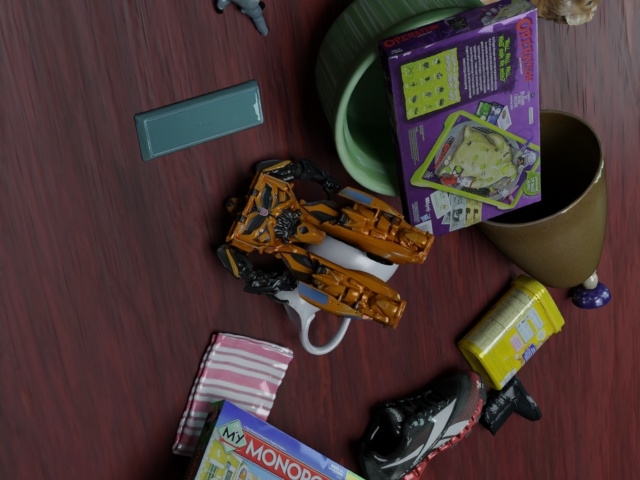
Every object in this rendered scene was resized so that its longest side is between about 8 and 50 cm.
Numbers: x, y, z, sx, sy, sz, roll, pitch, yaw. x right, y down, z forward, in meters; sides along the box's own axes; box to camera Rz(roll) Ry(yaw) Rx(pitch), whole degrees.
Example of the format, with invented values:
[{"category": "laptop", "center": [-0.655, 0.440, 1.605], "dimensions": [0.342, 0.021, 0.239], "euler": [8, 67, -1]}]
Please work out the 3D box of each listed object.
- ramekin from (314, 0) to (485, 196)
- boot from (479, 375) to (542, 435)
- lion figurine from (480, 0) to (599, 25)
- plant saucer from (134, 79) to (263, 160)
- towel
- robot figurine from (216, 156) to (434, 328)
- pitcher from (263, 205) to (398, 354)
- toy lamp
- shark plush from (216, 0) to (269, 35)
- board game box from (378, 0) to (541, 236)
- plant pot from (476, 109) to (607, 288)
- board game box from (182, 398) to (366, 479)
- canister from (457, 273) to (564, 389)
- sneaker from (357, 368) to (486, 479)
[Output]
[{"category": "ramekin", "center": [0.139, -0.224, 1.649], "dimensions": [0.303, 0.148, 0.303], "euler": [-13, 135, -13]}, {"category": "boot", "center": [0.334, 0.307, 2.086], "dimensions": [0.099, 0.045, 0.121], "euler": [-45, 118, -18]}, {"category": "lion figurine", "center": [0.252, -0.377, 1.767], "dimensions": [0.392, 0.142, 0.240], "euler": [-27, 128, -10]}, {"category": "plant saucer", "center": [-0.161, -0.164, 1.600], "dimensions": [0.192, 0.018, 0.067], "euler": [-21, 116, -28]}, {"category": "towel", "center": [-0.130, 0.241, 1.747], "dimensions": [0.144, 0.029, 0.197], "euler": [17, 95, -37]}, {"category": "robot figurine", "center": [0.000, 0.000, 1.633], "dimensions": [0.291, 0.085, 0.211], "euler": [23, 79, 4]}, {"category": "pitcher", "center": [0.030, 0.060, 1.745], "dimensions": [0.207, 0.125, 0.178], "euler": [-35, 123, -10]}, {"category": "toy lamp", "center": [0.465, -0.013, 2.053], "dimensions": [0.080, 0.080, 0.275], "euler": [-29, 120, -25]}, {"category": "shark plush", "center": [-0.122, -0.334, 1.569], "dimensions": [0.067, 0.073, 0.161], "euler": [-42, 148, 6]}, {"category": "board game box", "center": [0.199, -0.156, 1.600], "dimensions": [0.208, 0.056, 0.347], "euler": [-16, 136, -4]}, {"category": "plant pot", "center": [0.370, -0.043, 1.902], "dimensions": [0.237, 0.237, 0.254], "euler": [-47, 137, -13]}, {"category": "board game box", "center": [-0.059, 0.399, 1.704], "dimensions": [0.317, 0.046, 0.213], "euler": [33, 58, -22]}, {"category": "canister", "center": [0.328, 0.160, 2.016], "dimensions": [0.170, 0.073, 0.126], "euler": [-44, 125, -14]}, {"category": "sneaker", "center": [0.164, 0.300, 1.930], "dimensions": [0.276, 0.097, 0.135], "euler": [-42, 127, -15]}]
